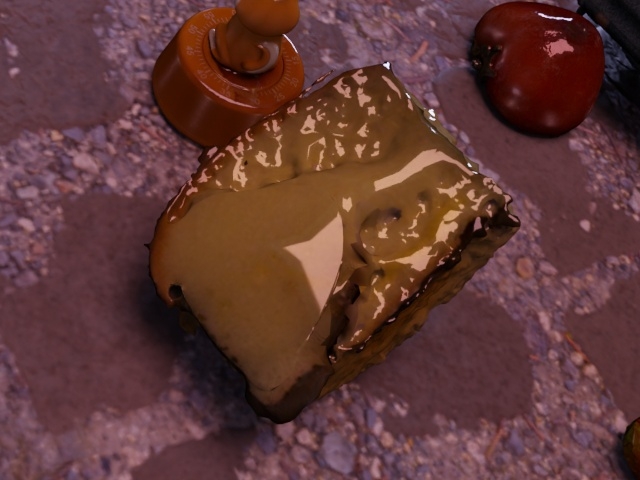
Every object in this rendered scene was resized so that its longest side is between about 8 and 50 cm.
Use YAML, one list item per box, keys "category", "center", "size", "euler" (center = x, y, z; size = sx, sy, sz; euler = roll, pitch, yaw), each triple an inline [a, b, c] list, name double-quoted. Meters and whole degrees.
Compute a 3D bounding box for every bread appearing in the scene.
- category: "bread"
  center: [0.000, 0.000, 0.882]
  size: [0.262, 0.162, 0.204]
  euler: [-35, 79, -15]

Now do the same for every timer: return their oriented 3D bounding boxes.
- category: "timer"
  center: [-0.059, -0.167, 0.963]
  size: [0.132, 0.152, 0.132]
  euler: [13, 54, -18]

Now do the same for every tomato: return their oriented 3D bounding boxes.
- category: "tomato"
  center: [0.231, -0.193, 1.166]
  size: [0.139, 0.091, 0.159]
  euler: [8, 53, -25]

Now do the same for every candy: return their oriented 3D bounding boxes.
- category: "candy"
  center: [0.288, 0.238, 0.937]
  size: [0.060, 0.060, 0.201]
  euler: [8, 62, -21]

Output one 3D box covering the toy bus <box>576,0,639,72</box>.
- category: "toy bus"
  center: [0.402, -0.198, 1.187]
  size: [0.275, 0.138, 0.167]
  euler: [50, 17, 12]
